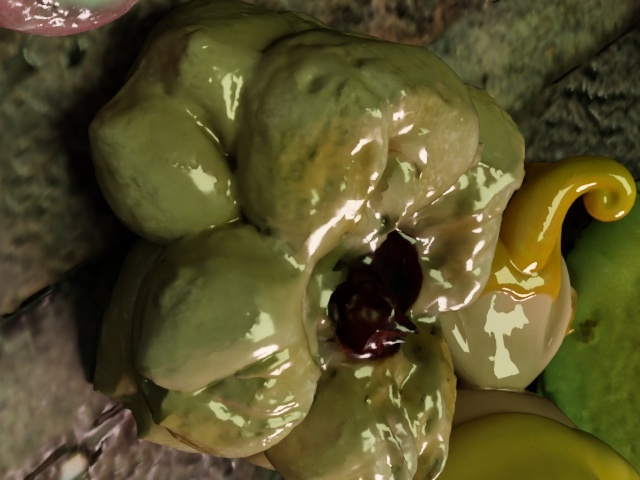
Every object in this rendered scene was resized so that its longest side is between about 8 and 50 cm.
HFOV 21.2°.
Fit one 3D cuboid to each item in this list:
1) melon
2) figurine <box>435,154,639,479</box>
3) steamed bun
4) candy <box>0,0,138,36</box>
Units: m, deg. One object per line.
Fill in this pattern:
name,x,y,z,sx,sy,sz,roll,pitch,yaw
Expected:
melon,0.227,0.062,0.902,0.323,0.124,0.196,-7,107,-54
figurine,0.076,0.087,0.732,0.156,0.131,0.246,3,84,-28
steamed bun,0.000,0.000,0.619,0.192,0.106,0.177,24,79,-49
candy,-0.086,-0.115,0.535,0.103,0.043,0.103,-20,116,-49
